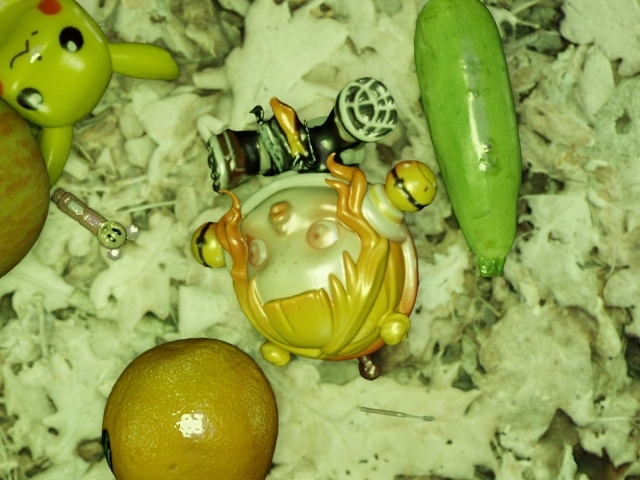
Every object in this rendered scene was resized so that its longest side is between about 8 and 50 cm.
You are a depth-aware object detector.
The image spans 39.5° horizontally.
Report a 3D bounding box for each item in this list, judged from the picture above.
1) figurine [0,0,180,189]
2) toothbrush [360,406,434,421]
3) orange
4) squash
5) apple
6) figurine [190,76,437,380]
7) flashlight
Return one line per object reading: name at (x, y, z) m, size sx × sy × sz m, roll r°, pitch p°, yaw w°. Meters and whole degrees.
figurine at (-0.355, -0.220, 1.007) m, size 0.326 × 0.169 × 0.218 m, roll 38°, pitch 93°, yaw -2°
toothbrush at (0.097, 0.218, 1.117) m, size 0.097 × 0.008 × 0.006 m, roll 10°, pitch 67°, yaw -9°
orange at (-0.141, 0.209, 0.979) m, size 0.206 × 0.206 × 0.206 m, roll 2°, pitch 82°, yaw -11°
squash at (0.196, -0.138, 1.133) m, size 0.118 × 0.118 × 0.371 m, roll -9°, pitch 86°, yaw -13°
apple at (-0.419, -0.048, 0.907) m, size 0.264 × 0.264 × 0.264 m, roll 2°, pitch 82°, yaw -11°
figurine at (0.002, -0.001, 1.033) m, size 0.320 × 0.196 × 0.323 m, roll -14°, pitch 73°, yaw 30°
flashlight at (-0.273, -0.024, 1.062) m, size 0.110 × 0.031 × 0.052 m, roll 37°, pitch 77°, yaw -5°
